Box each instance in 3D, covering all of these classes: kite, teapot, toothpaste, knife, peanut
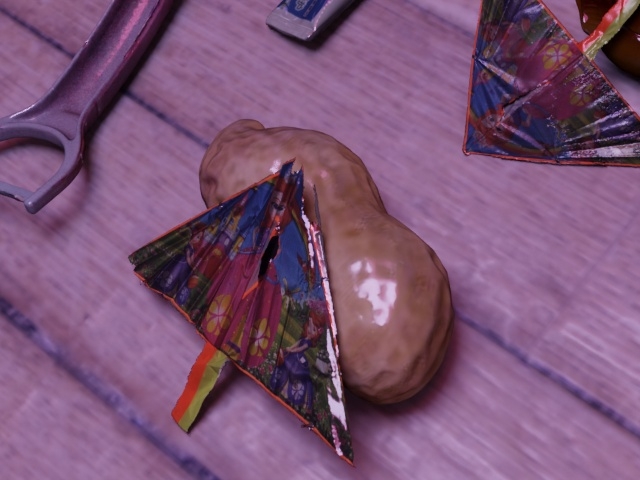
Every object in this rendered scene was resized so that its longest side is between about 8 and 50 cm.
[{"bbox_3d":[0.152,-0.108,0.781,0.159,0.010,0.190,-39,87,20],"label":"kite"},{"bbox_3d":[0.230,-0.152,0.784,0.129,0.078,0.098,-7,59,10],"label":"teapot"},{"bbox_3d":[0.041,-0.217,0.894,0.197,0.035,0.057,-45,45,-12],"label":"toothpaste"},{"bbox_3d":[-0.167,-0.138,0.885,0.123,0.053,0.278,20,66,28],"label":"knife"},{"bbox_3d":[-0.043,0.040,0.713,0.241,0.014,0.183,41,112,38],"label":"kite"},{"bbox_3d":[0.000,0.000,0.746,0.104,0.085,0.228,-37,57,3],"label":"peanut"}]
